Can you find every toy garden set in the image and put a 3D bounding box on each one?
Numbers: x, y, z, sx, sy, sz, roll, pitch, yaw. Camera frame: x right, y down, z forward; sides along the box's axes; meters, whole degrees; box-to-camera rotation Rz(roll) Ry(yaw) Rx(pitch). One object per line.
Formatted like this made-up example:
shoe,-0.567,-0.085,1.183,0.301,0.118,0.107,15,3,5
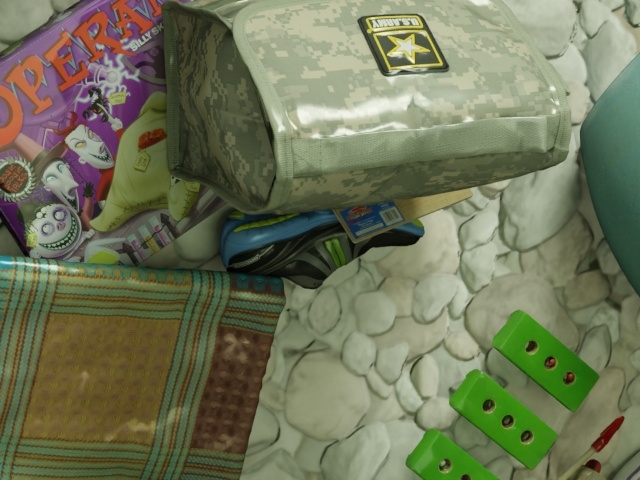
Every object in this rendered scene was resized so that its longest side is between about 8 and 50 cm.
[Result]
toy garden set,0.177,0.217,1.660,0.204,0.049,0.244,39,84,-24

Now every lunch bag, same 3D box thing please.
lunch bag,0.028,-0.107,1.341,0.235,0.287,0.169,-6,104,-21

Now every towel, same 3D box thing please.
towel,-0.224,0.140,1.443,0.370,0.040,0.271,4,112,-24

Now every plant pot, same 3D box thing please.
plant pot,0.347,-0.081,1.567,0.290,0.290,0.195,-44,78,-9

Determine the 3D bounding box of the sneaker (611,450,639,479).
sneaker,0.410,0.238,1.703,0.282,0.161,0.102,-27,112,-15

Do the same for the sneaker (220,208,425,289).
sneaker,0.000,0.000,1.532,0.188,0.067,0.078,-10,126,-23

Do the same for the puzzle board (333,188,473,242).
puzzle board,0.056,-0.056,1.525,0.128,0.011,0.096,-22,69,-28

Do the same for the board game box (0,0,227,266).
board game box,-0.123,-0.121,1.455,0.347,0.056,0.208,-36,109,-13
